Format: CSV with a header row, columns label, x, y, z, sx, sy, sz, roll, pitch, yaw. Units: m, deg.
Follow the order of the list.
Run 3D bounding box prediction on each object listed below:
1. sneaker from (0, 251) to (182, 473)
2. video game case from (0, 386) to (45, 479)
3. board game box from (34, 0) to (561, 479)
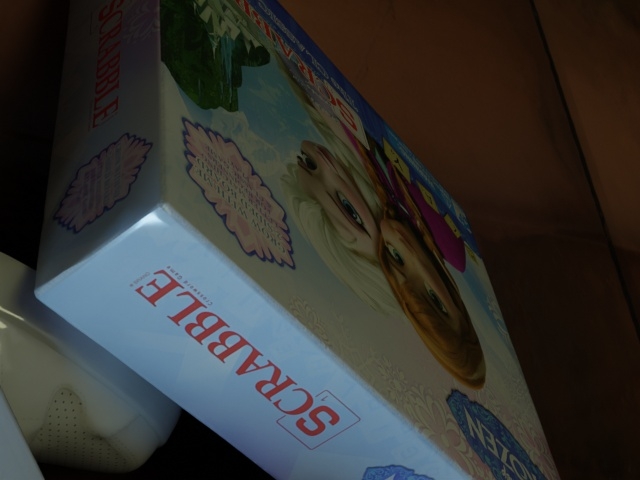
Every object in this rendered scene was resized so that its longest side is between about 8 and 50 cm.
label,x,y,z,sx,sy,sz,roll,pitch,yaw
sneaker,-0.178,0.070,0.405,0.292,0.108,0.169,36,58,-41
video game case,-0.145,0.165,0.348,0.212,0.023,0.193,-44,127,-43
board game box,0.000,0.000,0.607,0.319,0.066,0.318,44,21,-33
